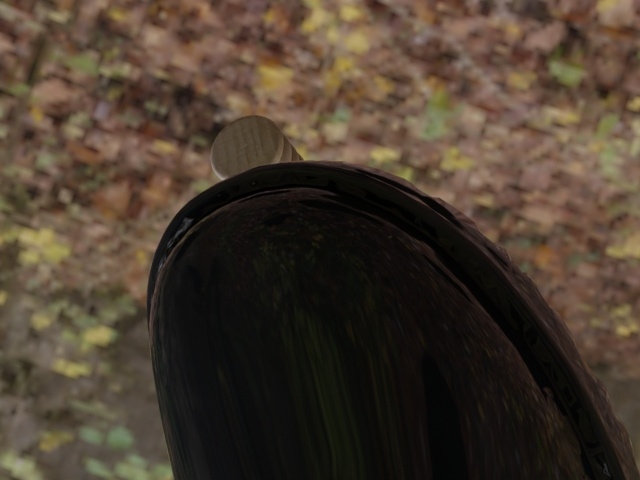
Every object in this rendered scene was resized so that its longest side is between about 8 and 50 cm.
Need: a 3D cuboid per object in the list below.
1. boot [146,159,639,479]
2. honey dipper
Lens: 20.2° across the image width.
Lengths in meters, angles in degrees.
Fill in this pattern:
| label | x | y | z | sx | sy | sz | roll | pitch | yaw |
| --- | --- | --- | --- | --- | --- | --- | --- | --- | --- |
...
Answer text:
| label | x | y | z | sx | sy | sz | roll | pitch | yaw |
| --- | --- | --- | --- | --- | --- | --- | --- | --- | --- |
| boot | 0.005 | 0.102 | 0.304 | 0.094 | 0.247 | 0.207 | -26 | 175 | 21 |
| honey dipper | 0.000 | 0.000 | 0.737 | 0.030 | 0.030 | 0.161 | 12 | 160 | 28 |
